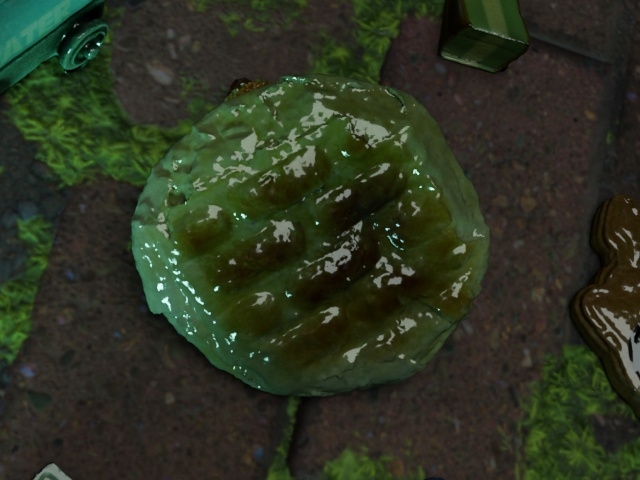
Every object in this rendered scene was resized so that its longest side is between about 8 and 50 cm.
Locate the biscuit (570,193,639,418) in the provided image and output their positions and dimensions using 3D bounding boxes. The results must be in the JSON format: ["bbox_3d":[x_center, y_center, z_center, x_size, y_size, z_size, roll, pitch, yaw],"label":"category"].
[{"bbox_3d":[0.360,0.080,1.223,0.208,0.041,0.290,-31,84,-24],"label":"biscuit"}]

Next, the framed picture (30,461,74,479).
[{"bbox_3d":[-0.231,0.330,0.982,0.192,0.018,0.265,43,67,0],"label":"framed picture"}]

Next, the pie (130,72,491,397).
[{"bbox_3d":[0.000,0.000,1.067,0.307,0.071,0.306,-3,106,-9],"label":"pie"}]

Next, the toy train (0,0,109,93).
[{"bbox_3d":[-0.270,-0.171,1.057,0.101,0.159,0.248,44,68,6],"label":"toy train"}]

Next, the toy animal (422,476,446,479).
[{"bbox_3d":[0.073,0.306,1.006,0.176,0.239,0.255,-35,40,3],"label":"toy animal"}]

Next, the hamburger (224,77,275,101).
[{"bbox_3d":[-0.024,-0.071,1.132,0.166,0.087,0.137,27,68,-8],"label":"hamburger"}]

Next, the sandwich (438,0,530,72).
[{"bbox_3d":[0.167,-0.236,1.247,0.074,0.074,0.116,14,70,-12],"label":"sandwich"}]
